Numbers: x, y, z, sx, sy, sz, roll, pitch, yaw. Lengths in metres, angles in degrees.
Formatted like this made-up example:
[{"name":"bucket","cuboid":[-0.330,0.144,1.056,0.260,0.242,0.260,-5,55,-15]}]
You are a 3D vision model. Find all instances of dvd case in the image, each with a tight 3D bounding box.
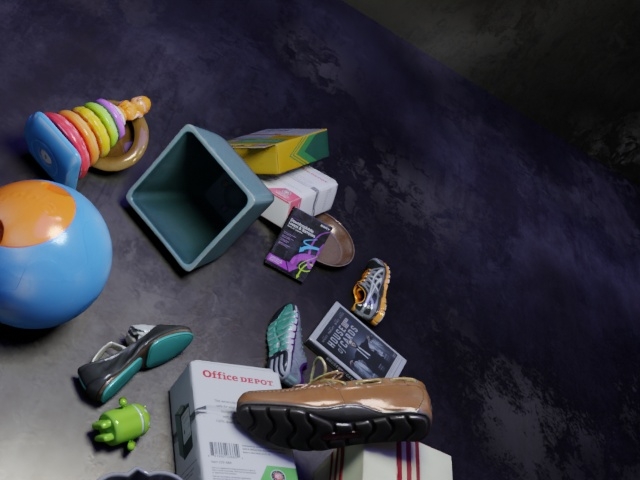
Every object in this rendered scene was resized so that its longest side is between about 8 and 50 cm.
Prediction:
[{"name":"dvd case","cuboid":[0.091,0.277,2.209,0.238,0.029,0.179,41,37,0]}]

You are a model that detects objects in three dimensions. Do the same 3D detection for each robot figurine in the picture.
[{"name":"robot figurine","cuboid":[-0.377,0.352,1.707,0.115,0.067,0.101,-10,87,-45]}]

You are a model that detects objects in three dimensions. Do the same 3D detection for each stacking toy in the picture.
[{"name":"stacking toy","cuboid":[-0.514,-0.263,2.061,0.166,0.175,0.302,47,57,7]}]

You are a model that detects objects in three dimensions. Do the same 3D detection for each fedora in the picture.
[{"name":"fedora","cuboid":[-0.509,-0.246,2.167,0.194,0.079,0.194,3,69,-9]}]

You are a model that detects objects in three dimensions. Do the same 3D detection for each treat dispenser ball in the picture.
[{"name":"treat dispenser ball","cuboid":[-0.548,0.027,1.713,0.288,0.288,0.288,23,40,-21]}]

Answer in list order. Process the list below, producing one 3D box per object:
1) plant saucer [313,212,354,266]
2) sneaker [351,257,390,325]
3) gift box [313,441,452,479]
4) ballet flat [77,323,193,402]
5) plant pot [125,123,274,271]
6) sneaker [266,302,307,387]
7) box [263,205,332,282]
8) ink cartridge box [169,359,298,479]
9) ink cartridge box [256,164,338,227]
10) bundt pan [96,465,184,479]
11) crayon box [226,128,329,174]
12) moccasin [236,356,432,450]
[{"name":"plant saucer","cuboid":[0.000,0.000,2.407,0.198,0.036,0.199,22,41,-21]},{"name":"sneaker","cuboid":[0.129,0.124,2.355,0.083,0.084,0.215,22,41,-15]},{"name":"gift box","cuboid":[0.142,0.554,1.790,0.276,0.255,0.258,23,38,-12]},{"name":"ballet flat","cuboid":[-0.380,0.225,1.819,0.096,0.095,0.280,37,36,17]},{"name":"plant pot","cuboid":[-0.256,-0.103,2.140,0.248,0.247,0.252,49,18,12]},{"name":"sneaker","cuboid":[-0.071,0.251,2.081,0.098,0.083,0.224,46,33,-32]},{"name":"box","cuboid":[-0.055,0.010,2.265,0.116,0.162,0.029,28,-3,-14]},{"name":"ink cartridge box","cuboid":[-0.175,0.401,1.782,0.211,0.121,0.289,14,45,-29]},{"name":"ink cartridge box","cuboid":[-0.082,-0.128,2.386,0.158,0.092,0.218,31,34,25]},{"name":"bundt pan","cuboid":[-0.306,0.561,1.511,0.331,0.124,0.331,22,41,-21]},{"name":"crayon box","cuboid":[-0.142,-0.235,2.366,0.323,0.203,0.083,-26,115,-57]},{"name":"moccasin","cuboid":[0.026,0.318,1.745,0.380,0.139,0.147,-6,36,-1]}]
